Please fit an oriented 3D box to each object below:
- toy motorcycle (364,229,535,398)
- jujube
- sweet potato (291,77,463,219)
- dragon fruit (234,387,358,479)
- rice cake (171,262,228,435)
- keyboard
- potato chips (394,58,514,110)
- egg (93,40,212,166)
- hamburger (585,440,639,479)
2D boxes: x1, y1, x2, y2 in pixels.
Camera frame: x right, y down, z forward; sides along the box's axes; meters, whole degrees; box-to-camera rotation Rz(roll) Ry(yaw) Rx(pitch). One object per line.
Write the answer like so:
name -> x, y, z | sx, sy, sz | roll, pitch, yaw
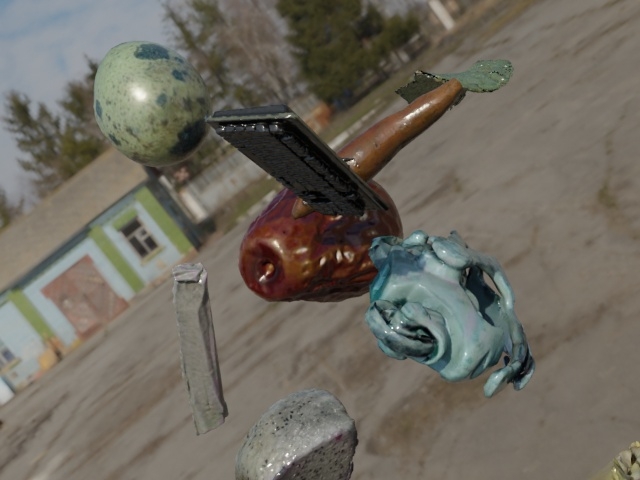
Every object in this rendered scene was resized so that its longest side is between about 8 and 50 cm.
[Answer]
toy motorcycle -> 0.142, 0.082, 1.069 | 0.154, 0.206, 0.260 | -58, 10, 22
jujube -> 0.000, 0.000, 1.300 | 0.190, 0.190, 0.255 | -32, -4, 38
sweet potato -> 0.066, -0.113, 1.158 | 0.264, 0.057, 0.057 | -41, 7, -4
dragon fruit -> -0.069, 0.432, 1.846 | 0.221, 0.283, 0.204 | -17, 38, -30
rice cake -> -0.159, 0.145, 1.235 | 0.055, 0.270, 0.049 | -9, 29, -6
keyboard -> -0.013, -0.066, 0.856 | 0.093, 0.025, 0.230 | 0, -17, 26
potato chips -> 0.190, -0.221, 1.337 | 0.167, 0.059, 0.228 | -17, 3, -9
egg -> -0.214, -0.175, 1.175 | 0.141, 0.182, 0.141 | -28, -27, -16
hamburger -> 0.344, 0.316, 0.837 | 0.170, 0.302, 0.302 | -34, 7, 9
